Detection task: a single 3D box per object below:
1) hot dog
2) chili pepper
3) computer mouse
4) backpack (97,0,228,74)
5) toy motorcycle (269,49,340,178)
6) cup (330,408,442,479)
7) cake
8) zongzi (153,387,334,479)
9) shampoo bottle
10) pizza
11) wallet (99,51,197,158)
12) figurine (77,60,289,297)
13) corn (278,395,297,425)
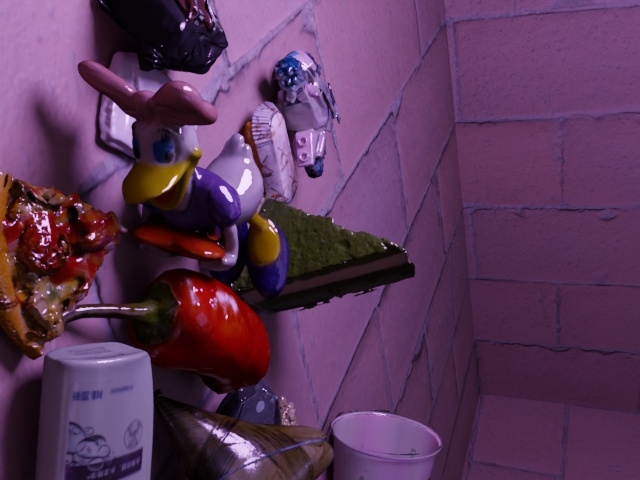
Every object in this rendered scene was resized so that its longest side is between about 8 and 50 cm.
[{"bbox_3d":[-0.083,-0.143,1.187,0.108,0.059,0.191,-62,149,-43],"label":"hot dog"},{"bbox_3d":[-0.172,0.103,0.892,0.338,0.131,0.135,49,46,-59],"label":"chili pepper"},{"bbox_3d":[-0.132,0.327,1.096,0.126,0.071,0.231,5,95,-54],"label":"computer mouse"},{"bbox_3d":[-0.180,-0.271,0.860,0.120,0.106,0.165,52,20,3],"label":"backpack"},{"bbox_3d":[-0.039,-0.246,1.232,0.204,0.108,0.239,33,37,-70],"label":"toy motorcycle"},{"bbox_3d":[0.130,0.552,1.563,0.253,0.253,0.274,-11,111,-67],"label":"cup"},{"bbox_3d":[0.005,0.001,1.151,0.158,0.283,0.172,44,35,-62],"label":"cake"},{"bbox_3d":[-0.110,0.281,0.998,0.242,0.112,0.221,54,34,8],"label":"zongzi"},{"bbox_3d":[-0.247,0.297,0.757,0.134,0.078,0.360,1,95,-54],"label":"shampoo bottle"},{"bbox_3d":[-0.271,0.000,0.726,0.193,0.053,0.201,-46,131,-52],"label":"pizza"},{"bbox_3d":[-0.215,-0.158,0.898,0.183,0.031,0.124,32,65,-66],"label":"wallet"},{"bbox_3d":[-0.147,-0.064,0.875,0.421,0.154,0.193,42,64,-67],"label":"figurine"},{"bbox_3d":[-0.069,0.391,1.233,0.087,0.087,0.211,-30,117,-64],"label":"corn"}]
